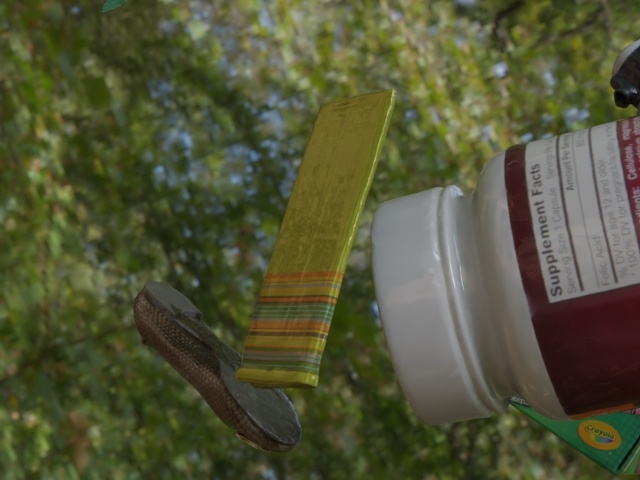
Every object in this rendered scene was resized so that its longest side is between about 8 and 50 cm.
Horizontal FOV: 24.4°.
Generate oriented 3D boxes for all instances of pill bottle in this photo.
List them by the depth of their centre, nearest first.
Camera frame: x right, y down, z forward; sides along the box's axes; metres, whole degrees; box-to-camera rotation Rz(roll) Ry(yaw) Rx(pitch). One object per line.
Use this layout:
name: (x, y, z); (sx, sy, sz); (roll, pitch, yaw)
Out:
pill bottle: (0.252, 0.017, 1.150); (0.224, 0.392, 0.224); (-14, 90, -73)

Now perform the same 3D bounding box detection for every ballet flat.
ballet flat: (-0.109, 0.131, 1.449); (0.250, 0.084, 0.058); (42, -72, 32)

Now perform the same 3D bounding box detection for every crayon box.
crayon box: (0.230, 0.133, 1.533); (0.278, 0.081, 0.165); (34, 7, 24)

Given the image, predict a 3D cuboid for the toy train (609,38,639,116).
toy train: (0.423, -0.097, 1.386); (0.334, 0.190, 0.142); (51, -28, 30)

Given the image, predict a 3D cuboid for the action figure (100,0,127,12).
action figure: (-0.020, -0.211, 0.900); (0.063, 0.232, 0.137); (65, 23, -46)

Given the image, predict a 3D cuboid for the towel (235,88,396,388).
towel: (0.000, 0.000, 1.130); (0.102, 0.021, 0.237); (-3, -114, 56)
